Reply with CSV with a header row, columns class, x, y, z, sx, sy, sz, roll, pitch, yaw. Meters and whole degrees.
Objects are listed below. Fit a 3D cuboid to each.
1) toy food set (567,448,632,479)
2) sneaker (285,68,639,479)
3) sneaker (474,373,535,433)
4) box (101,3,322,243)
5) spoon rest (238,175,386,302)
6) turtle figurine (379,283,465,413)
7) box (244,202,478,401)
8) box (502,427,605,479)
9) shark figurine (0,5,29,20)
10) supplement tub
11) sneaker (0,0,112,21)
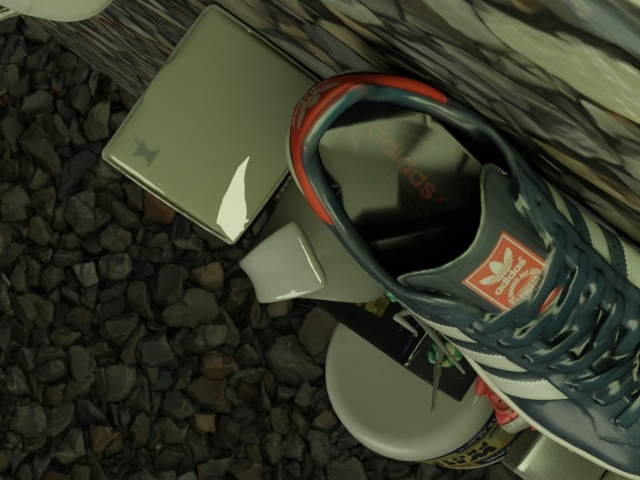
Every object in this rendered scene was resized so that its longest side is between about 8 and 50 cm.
class,x,y,z,sx,sy,sz,roll,pitch,yaw
toy food set,0.382,0.281,1.567,0.306,0.092,0.220,46,-161,11
sneaker,0.119,0.028,0.918,0.350,0.131,0.148,36,-178,4
sneaker,0.242,0.148,1.614,0.116,0.136,0.314,35,178,-12
box,-0.080,-0.086,1.324,0.127,0.148,0.232,35,178,-2
spoon rest,0.000,0.000,1.322,0.137,0.084,0.276,64,-160,-1
turtle figurine,0.101,0.031,1.242,0.234,0.118,0.175,63,178,39
box,0.074,0.043,1.846,0.270,0.143,0.165,34,179,33
box,0.314,0.236,1.964,0.091,0.170,0.130,37,178,2
shark figurine,-0.277,-0.240,1.339,0.166,0.278,0.116,-15,-94,-56
supplement tub,0.163,0.176,2.052,0.228,0.228,0.316,35,-176,25
sneaker,-0.231,-0.230,1.044,0.290,0.106,0.123,39,179,-37
